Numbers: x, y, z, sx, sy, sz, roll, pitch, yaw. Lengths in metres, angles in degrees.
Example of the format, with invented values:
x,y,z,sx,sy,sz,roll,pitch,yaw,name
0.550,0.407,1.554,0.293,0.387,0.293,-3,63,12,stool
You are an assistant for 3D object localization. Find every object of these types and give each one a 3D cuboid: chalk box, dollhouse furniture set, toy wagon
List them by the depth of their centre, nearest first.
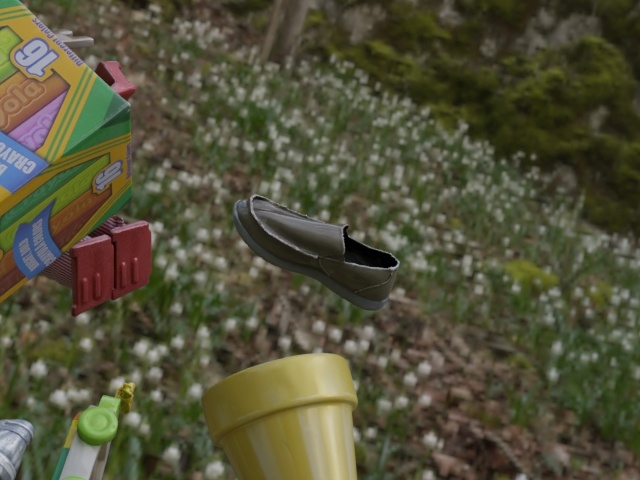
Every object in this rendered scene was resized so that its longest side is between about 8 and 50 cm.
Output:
x,y,z,sx,sy,sz,roll,pitch,yaw,name
-0.326,-0.046,1.040,0.179,0.289,0.180,43,-23,12,chalk box
-0.343,0.349,1.748,0.068,0.344,0.267,14,-44,-4,toy wagon
-0.375,-0.106,1.802,0.201,0.374,0.152,22,30,36,dollhouse furniture set

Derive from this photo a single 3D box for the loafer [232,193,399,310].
x,y,z,sx,sy,sz,roll,pitch,yaw,name
0.000,0.000,1.630,0.251,0.094,0.087,28,-56,-16,loafer

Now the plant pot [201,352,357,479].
x,y,z,sx,sy,sz,roll,pitch,yaw,name
-0.047,0.340,1.991,0.254,0.239,0.254,-15,-19,-5,plant pot

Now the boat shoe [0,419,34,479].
x,y,z,sx,sy,sz,roll,pitch,yaw,name
-0.535,0.326,1.762,0.320,0.103,0.118,-21,-63,42,boat shoe
